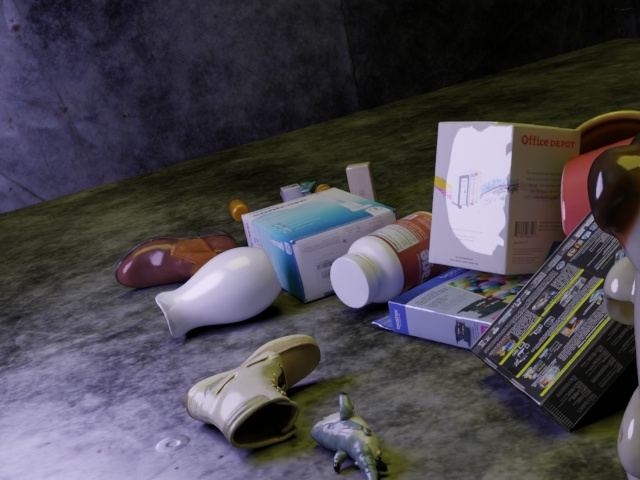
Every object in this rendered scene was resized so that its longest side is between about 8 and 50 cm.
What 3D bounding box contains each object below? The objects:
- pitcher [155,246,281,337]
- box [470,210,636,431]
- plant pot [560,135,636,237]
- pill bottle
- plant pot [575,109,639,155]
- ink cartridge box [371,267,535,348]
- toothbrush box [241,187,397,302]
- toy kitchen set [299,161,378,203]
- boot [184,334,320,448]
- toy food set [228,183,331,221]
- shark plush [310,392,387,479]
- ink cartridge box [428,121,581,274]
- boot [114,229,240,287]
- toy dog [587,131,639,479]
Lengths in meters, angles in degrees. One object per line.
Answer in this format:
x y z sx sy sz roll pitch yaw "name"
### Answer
-0.181 0.094 1.865 0.207 0.125 0.178 -25 2 -6 "pitcher"
0.338 0.090 1.337 0.270 0.060 0.216 -49 21 -1 "box"
0.502 -0.042 1.558 0.243 0.275 0.275 -6 17 26 "plant pot"
0.124 0.037 1.814 0.216 0.121 0.121 -25 21 -38 "pill bottle"
0.524 -0.090 1.795 0.254 0.254 0.239 -7 0 17 "plant pot"
0.243 0.102 1.622 0.185 0.065 0.311 -23 18 -36 "ink cartridge box"
0.000 0.000 2.017 0.216 0.126 0.295 -18 18 -19 "toothbrush box"
0.034 -0.123 2.424 0.207 0.122 0.166 -7 16 14 "toy kitchen set"
-0.063 0.208 1.435 0.213 0.077 0.165 -24 19 -24 "boot"
-0.084 -0.067 2.334 0.232 0.111 0.104 -17 17 -8 "toy food set"
0.042 0.262 1.274 0.067 0.073 0.161 -33 40 -5 "shark plush"
0.296 -0.071 1.676 0.171 0.233 0.168 0 6 -40 "ink cartridge box"
-0.258 0.076 2.074 0.264 0.096 0.280 -9 22 -19 "boot"
0.378 0.072 0.986 0.284 0.408 0.395 -1 19 35 "toy dog"
